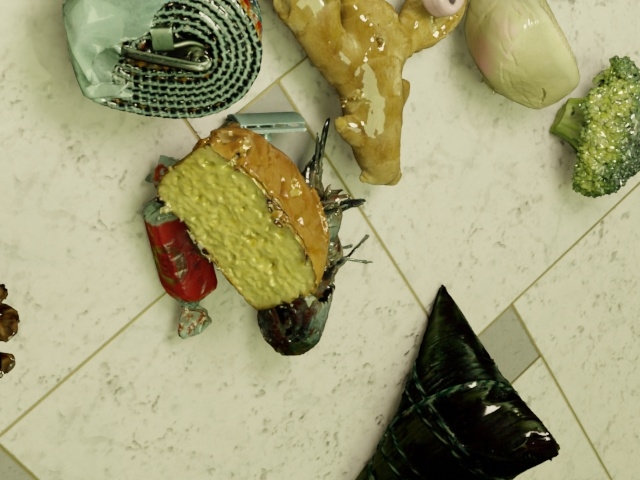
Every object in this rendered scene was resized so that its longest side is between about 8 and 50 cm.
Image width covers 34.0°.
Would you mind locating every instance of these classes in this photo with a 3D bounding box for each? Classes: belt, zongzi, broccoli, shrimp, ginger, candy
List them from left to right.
[{"bbox_3d":[-0.201,-0.272,1.338,0.257,0.150,0.207,10,120,-10],"label":"belt"},{"bbox_3d":[-0.205,0.014,1.530,0.086,0.059,0.292,-24,119,-23],"label":"candy"},{"bbox_3d":[-0.001,0.002,1.614,0.172,0.137,0.372,-7,122,-61],"label":"shrimp"},{"bbox_3d":[0.052,-0.269,1.526,0.363,0.122,0.348,12,87,-43],"label":"ginger"},{"bbox_3d":[0.219,0.288,1.827,0.319,0.362,0.383,0,146,-32],"label":"zongzi"},{"bbox_3d":[0.496,-0.187,1.810,0.176,0.226,0.198,44,45,-3],"label":"broccoli"}]

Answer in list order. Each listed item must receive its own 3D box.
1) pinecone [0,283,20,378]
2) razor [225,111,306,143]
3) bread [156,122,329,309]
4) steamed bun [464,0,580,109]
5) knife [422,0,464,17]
[{"bbox_3d":[-0.500,0.089,1.291,0.257,0.243,0.243,6,105,-47],"label":"pinecone"},{"bbox_3d":[-0.089,-0.078,1.568,0.106,0.068,0.232,-7,116,-28],"label":"razor"},{"bbox_3d":[-0.092,-0.043,1.467,0.160,0.147,0.260,-31,109,34],"label":"bread"},{"bbox_3d":[0.302,-0.305,1.638,0.152,0.170,0.239,-30,147,18],"label":"steamed bun"},{"bbox_3d":[0.252,-0.457,1.581,0.081,0.043,0.336,51,62,-31],"label":"knife"}]
